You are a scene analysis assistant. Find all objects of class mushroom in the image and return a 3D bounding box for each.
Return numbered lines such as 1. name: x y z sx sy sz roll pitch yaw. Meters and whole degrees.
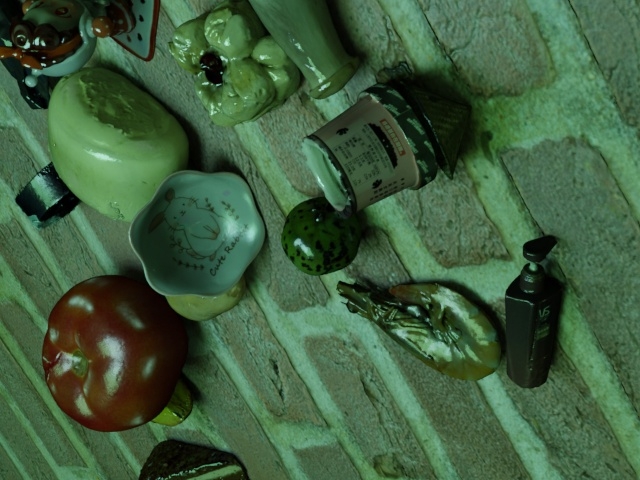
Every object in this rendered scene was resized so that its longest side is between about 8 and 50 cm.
1. mushroom: -0.035 -0.306 1.528 0.108 0.096 0.247 -1 126 49

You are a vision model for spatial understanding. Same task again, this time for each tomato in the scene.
1. tomato: -0.378 0.211 2.192 0.299 0.226 0.298 4 96 39

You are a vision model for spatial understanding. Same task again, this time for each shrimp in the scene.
1. shrimp: 0.146 0.110 1.729 0.287 0.063 0.152 28 136 20

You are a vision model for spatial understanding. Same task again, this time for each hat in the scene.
1. hat: 0.165 -0.157 1.491 0.146 0.067 0.146 62 -178 -3

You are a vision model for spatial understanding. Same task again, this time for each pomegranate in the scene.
1. pomegranate: 0.000 0.000 1.745 0.122 0.122 0.161 42 165 10

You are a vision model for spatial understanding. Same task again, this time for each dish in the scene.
1. dish: -0.208 -0.019 1.888 0.081 0.229 0.229 38 151 61

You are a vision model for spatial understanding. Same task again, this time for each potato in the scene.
1. potato: -0.200 0.078 2.006 0.178 0.109 0.118 -20 87 51

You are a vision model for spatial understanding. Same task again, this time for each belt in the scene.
1. belt: -0.479 -0.090 2.102 0.078 0.151 0.198 49 153 0

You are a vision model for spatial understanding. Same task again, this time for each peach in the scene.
1. peach: -0.327 0.307 2.342 0.172 0.092 0.127 15 137 21

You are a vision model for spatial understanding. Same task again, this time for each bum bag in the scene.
1. bum bag: -0.547 -0.365 1.997 0.310 0.074 0.137 58 154 -2

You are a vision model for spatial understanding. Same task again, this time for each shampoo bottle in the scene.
1. shampoo bottle: 0.290 0.099 1.578 0.067 0.068 0.236 22 137 30

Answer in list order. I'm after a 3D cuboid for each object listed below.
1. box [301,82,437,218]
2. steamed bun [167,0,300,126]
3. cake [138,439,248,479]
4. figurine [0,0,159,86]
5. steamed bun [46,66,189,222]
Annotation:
1. box: 0.059 -0.112 1.525 0.151 0.135 0.151 53 164 22
2. steamed bun: -0.125 -0.248 1.656 0.192 0.106 0.177 -13 113 47
3. cake: -0.259 0.482 2.465 0.246 0.135 0.112 -22 121 21
4. figurine: -0.393 -0.324 1.758 0.183 0.226 0.160 36 142 17
5. steamed bun: -0.347 -0.138 1.919 0.273 0.166 0.232 39 140 13
